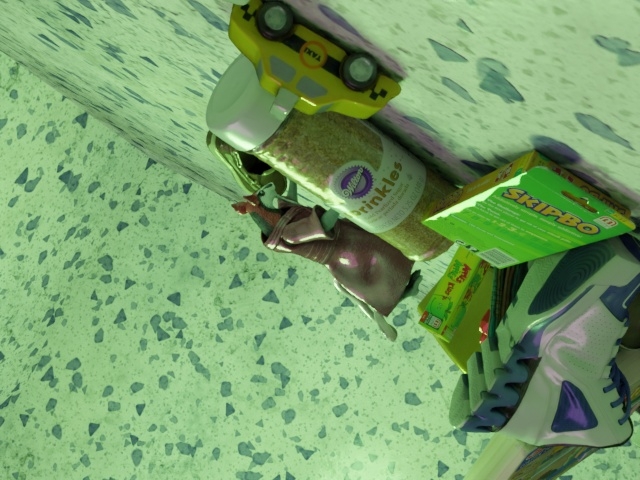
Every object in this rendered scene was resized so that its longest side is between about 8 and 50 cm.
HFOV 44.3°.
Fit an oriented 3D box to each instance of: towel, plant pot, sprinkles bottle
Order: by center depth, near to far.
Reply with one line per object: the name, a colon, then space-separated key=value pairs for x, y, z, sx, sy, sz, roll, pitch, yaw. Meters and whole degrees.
sprinkles bottle: x=0.031 y=-0.099 z=0.980 sx=0.355 sy=0.121 sz=0.121 roll=31 pitch=175 yaw=-32
towel: x=0.317 y=0.150 z=1.186 sx=0.040 sy=0.271 sz=0.370 roll=1 pitch=163 yaw=28
plant pot: x=0.327 y=0.156 z=1.616 sx=0.187 sy=0.212 sz=0.212 roll=42 pitch=-177 yaw=31

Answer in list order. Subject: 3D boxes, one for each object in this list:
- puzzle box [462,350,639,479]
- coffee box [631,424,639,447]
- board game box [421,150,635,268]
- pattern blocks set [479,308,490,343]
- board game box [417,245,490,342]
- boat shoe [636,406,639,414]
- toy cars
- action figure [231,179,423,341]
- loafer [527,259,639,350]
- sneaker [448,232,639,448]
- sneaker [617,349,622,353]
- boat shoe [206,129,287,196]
puzzle box: x=0.365 y=0.293 z=1.184 sx=0.409 sy=0.272 sz=0.052 roll=-18 pitch=-128 yaw=-35
coffee box: x=0.822 y=0.418 z=1.612 sx=0.119 sy=0.168 sz=0.297 roll=31 pitch=176 yaw=-28
board game box: x=0.221 y=-0.028 z=0.869 sx=0.124 sy=0.039 sz=0.259 roll=30 pitch=164 yaw=-11
pattern blocks set: x=0.335 y=0.189 z=1.380 sx=0.026 sy=0.285 sz=0.325 roll=27 pitch=-150 yaw=29
board game box: x=0.230 y=0.074 z=1.297 sx=0.043 sy=0.181 sz=0.092 roll=27 pitch=175 yaw=24
boat shoe: x=0.629 y=0.265 z=1.451 sx=0.324 sy=0.120 sz=0.122 roll=34 pitch=143 yaw=43
toy cars: x=-0.078 y=-0.201 z=0.710 sx=0.176 sy=0.087 sz=0.394 roll=25 pitch=174 yaw=41
action figure: x=0.000 y=0.000 z=1.495 sx=0.370 sy=0.275 sz=0.248 roll=16 pitch=-174 yaw=-17
loafer: x=0.378 y=0.082 z=1.035 sx=0.251 sy=0.094 sz=0.087 roll=31 pitch=179 yaw=-26
sneaker: x=0.304 y=0.133 z=0.917 sx=0.182 sy=0.315 sz=0.127 roll=25 pitch=-149 yaw=-8
sneaker: x=0.628 y=0.246 z=1.303 sx=0.163 sy=0.106 sz=0.281 roll=27 pitch=176 yaw=-22
boat shoe: x=-0.129 y=-0.149 z=1.608 sx=0.095 sy=0.095 sz=0.257 roll=19 pitch=170 yaw=34
